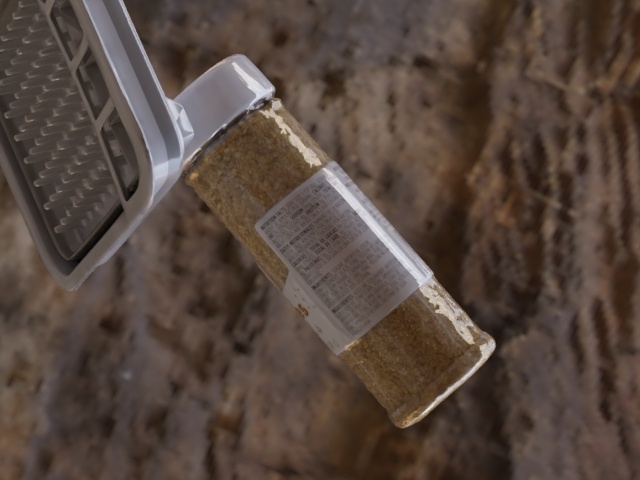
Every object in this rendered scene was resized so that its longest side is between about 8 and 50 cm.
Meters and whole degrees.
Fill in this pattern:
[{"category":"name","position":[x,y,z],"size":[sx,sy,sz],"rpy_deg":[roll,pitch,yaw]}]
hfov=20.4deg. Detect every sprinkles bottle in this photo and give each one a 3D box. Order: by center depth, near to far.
[{"category":"sprinkles bottle","position":[0.000,0.000,1.594],"size":[0.121,0.355,0.121],"rpy_deg":[-41,178,-2]}]

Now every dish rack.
[{"category":"dish rack","position":[-0.217,-0.126,1.573],"size":[0.285,0.072,0.333],"rpy_deg":[65,-29,8]}]
